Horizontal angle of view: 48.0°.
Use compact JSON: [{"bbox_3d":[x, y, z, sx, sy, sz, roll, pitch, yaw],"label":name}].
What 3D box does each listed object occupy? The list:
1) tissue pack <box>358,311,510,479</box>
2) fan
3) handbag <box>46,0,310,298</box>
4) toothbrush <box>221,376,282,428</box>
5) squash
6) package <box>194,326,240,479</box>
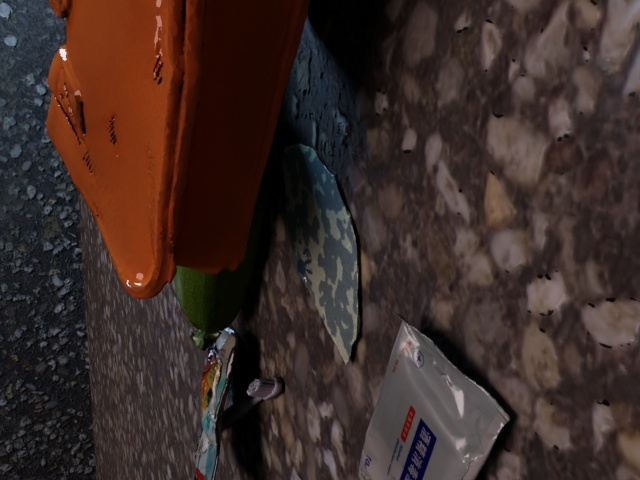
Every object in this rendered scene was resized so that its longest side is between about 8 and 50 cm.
[{"bbox_3d":[0.074,0.160,0.541,0.122,0.026,0.193,-127,39,-48],"label":"tissue pack"},{"bbox_3d":[0.000,0.000,0.692,0.131,0.009,0.240,123,135,-54],"label":"fan"},{"bbox_3d":[-0.153,-0.172,0.625,0.303,0.116,0.410,51,142,30],"label":"handbag"},{"bbox_3d":[-0.118,0.230,0.975,0.354,0.029,0.024,133,143,-59],"label":"toothbrush"},{"bbox_3d":[-0.117,-0.011,0.838,0.101,0.101,0.379,-119,32,-42],"label":"squash"},{"bbox_3d":[-0.144,0.224,0.958,0.166,0.040,0.232,-156,77,-74],"label":"package"}]
